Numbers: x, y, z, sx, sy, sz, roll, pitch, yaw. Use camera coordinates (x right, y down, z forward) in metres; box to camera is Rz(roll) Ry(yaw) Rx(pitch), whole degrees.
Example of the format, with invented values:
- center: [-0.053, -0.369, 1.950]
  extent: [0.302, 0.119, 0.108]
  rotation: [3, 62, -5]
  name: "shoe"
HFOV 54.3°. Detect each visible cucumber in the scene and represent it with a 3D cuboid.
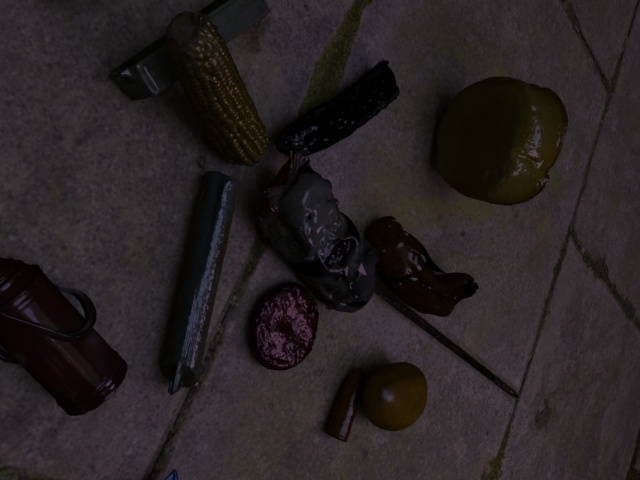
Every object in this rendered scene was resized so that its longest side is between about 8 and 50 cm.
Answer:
- center: [0.034, -0.217, 1.081]
  extent: [0.303, 0.072, 0.081]
  rotation: [-42, 123, -32]
  name: "cucumber"

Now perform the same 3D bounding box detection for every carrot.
- center: [0.050, 0.304, 1.173]
  extent: [0.048, 0.048, 0.139]
  rotation: [36, 67, -40]
  name: "carrot"

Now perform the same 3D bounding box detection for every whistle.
- center: [-0.177, 0.062, 0.913]
  extent: [0.068, 0.057, 0.327]
  rotation: [65, 37, -84]
  name: "whistle"

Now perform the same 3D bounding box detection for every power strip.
- center: [-0.175, -0.278, 0.867]
  extent: [0.272, 0.078, 0.052]
  rotation: [-49, 124, -30]
  name: "power strip"

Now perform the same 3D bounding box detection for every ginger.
- center: [0.200, 0.073, 1.252]
  extent: [0.309, 0.107, 0.133]
  rotation: [40, 51, -38]
  name: "ginger"

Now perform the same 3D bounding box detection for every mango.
- center: [0.139, 0.297, 1.207]
  extent: [0.195, 0.098, 0.137]
  rotation: [36, 73, -53]
  name: "mango"

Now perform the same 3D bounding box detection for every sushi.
- center: [0.000, 0.000, 1.030]
  extent: [0.332, 0.129, 0.124]
  rotation: [51, 57, -33]
  name: "sushi"

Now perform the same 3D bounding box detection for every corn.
- center: [-0.136, -0.191, 0.849]
  extent: [0.087, 0.086, 0.288]
  rotation: [-64, 162, -18]
  name: "corn"

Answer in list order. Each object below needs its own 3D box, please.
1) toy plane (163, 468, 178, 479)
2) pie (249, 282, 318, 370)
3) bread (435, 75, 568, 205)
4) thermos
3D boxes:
- center: [-0.225, 0.474, 0.880]
  extent: [0.254, 0.105, 0.272]
  rotation: [-21, 109, -40]
  name: "toy plane"
- center: [-0.059, 0.146, 1.053]
  extent: [0.154, 0.036, 0.155]
  rotation: [-6, 98, -44]
  name: "pie"
- center: [0.361, -0.205, 1.270]
  extent: [0.147, 0.269, 0.270]
  rotation: [10, 88, -38]
  name: "bread"
- center: [-0.341, 0.102, 0.742]
  extent: [0.124, 0.099, 0.232]
  rotation: [-29, 119, 4]
  name: "thermos"
